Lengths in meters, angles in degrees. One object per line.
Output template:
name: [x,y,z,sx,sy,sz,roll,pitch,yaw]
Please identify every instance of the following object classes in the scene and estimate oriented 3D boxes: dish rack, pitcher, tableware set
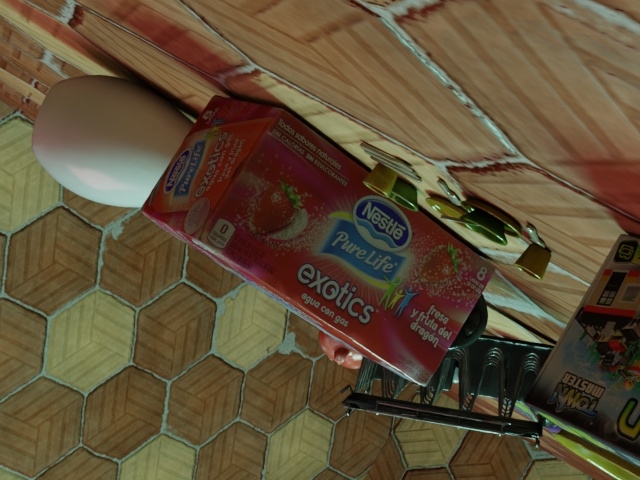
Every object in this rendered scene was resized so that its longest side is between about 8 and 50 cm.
dish rack: [0.128,0.135,1.246,0.208,0.074,0.271,7,-177,10]
pitcher: [-0.171,-0.090,1.296,0.207,0.125,0.178,20,-171,6]
tableware set: [0.095,-0.016,0.916,0.154,0.024,0.104,28,174,26]

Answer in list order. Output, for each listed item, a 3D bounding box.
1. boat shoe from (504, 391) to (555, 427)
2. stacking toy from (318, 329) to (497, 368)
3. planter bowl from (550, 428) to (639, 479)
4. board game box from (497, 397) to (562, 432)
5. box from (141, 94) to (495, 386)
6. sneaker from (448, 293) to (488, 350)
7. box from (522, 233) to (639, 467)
boat shoe: [0.271,0.181,1.469,0.080,0.073,0.223,35,174,-35]
stacking toy: [0.119,0.145,1.695,0.280,0.130,0.309,31,175,5]
planter bowl: [0.335,0.201,1.210,0.217,0.090,0.217,30,174,3]
board game box: [0.219,0.181,1.931,0.347,0.056,0.208,30,171,10]
box: [0.000,0.000,1.052,0.257,0.122,0.128,35,173,-30]
sneaker: [0.060,0.041,1.271,0.276,0.097,0.135,18,-179,36]
box: [0.197,0.068,0.631,0.036,0.114,0.207,34,173,-27]
